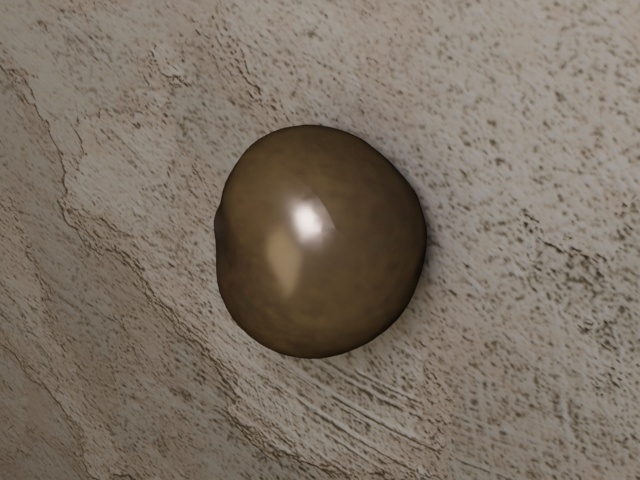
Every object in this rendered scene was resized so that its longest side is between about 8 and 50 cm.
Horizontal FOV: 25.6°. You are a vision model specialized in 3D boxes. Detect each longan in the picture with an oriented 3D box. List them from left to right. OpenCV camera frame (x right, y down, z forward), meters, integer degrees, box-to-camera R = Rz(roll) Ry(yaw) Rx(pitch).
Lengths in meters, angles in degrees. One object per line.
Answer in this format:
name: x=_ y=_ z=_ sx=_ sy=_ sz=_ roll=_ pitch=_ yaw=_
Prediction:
longan: x=0.000 y=0.000 z=1.292 sx=0.196 sy=0.196 sz=0.220 roll=11 pitch=115 yaw=40
